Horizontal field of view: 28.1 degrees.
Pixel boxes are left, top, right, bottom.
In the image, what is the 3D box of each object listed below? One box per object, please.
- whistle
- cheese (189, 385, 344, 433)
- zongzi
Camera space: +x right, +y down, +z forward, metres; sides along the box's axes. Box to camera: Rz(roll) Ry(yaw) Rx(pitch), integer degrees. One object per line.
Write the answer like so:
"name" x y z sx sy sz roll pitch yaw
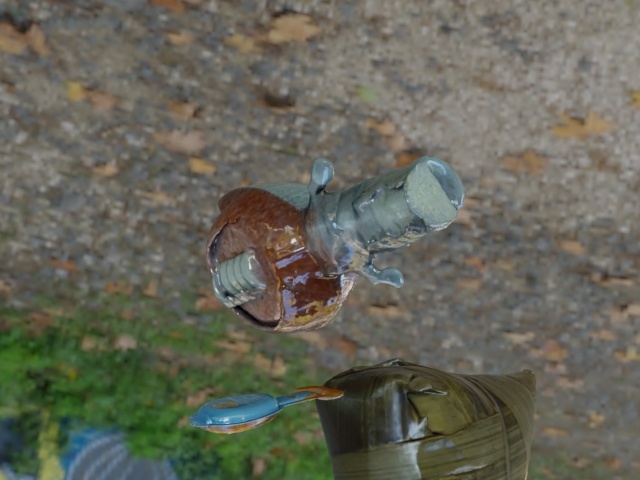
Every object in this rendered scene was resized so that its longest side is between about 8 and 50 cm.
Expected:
"whistle" 0.000 0.001 1.119 0.133 0.142 0.346 -8 172 -32
"cheese" -0.035 0.104 0.807 0.111 0.017 0.047 -10 -167 -38
"zongzi" 0.123 0.240 1.088 0.134 0.286 0.288 -6 175 34
